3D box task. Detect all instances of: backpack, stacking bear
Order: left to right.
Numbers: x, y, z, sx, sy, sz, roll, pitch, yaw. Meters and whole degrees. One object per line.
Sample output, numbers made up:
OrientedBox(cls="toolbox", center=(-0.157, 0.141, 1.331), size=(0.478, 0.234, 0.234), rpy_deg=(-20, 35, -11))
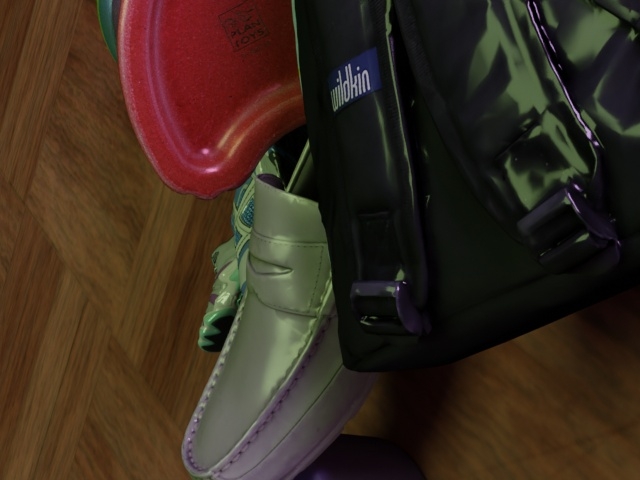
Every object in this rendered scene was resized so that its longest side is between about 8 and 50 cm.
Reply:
OrientedBox(cls="stacking bear", center=(-0.076, -0.164, 0.928), size=(0.164, 0.175, 0.289), rpy_deg=(64, 175, -22))
OrientedBox(cls="backpack", center=(0.102, -0.153, 0.625), size=(0.290, 0.273, 0.355), rpy_deg=(-35, 74, 53))

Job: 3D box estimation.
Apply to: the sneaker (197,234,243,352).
OrientedBox(cls="sneaker", center=(-0.070, 0.033, 1.040), size=(0.098, 0.038, 0.069), rpy_deg=(-56, 35, 19))

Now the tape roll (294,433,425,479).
OrientedBox(cls="tape roll", center=(-0.008, 0.212, 0.835), size=(0.189, 0.080, 0.188), rpy_deg=(-26, 59, 54))

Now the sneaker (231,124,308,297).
OrientedBox(cls="sneaker", center=(-0.020, 0.003, 0.933), size=(0.081, 0.080, 0.211), rpy_deg=(136, 144, -54))

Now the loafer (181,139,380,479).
OrientedBox(cls="loafer", center=(0.000, 0.000, 0.778), size=(0.112, 0.111, 0.319), rpy_deg=(22, 83, 57))
